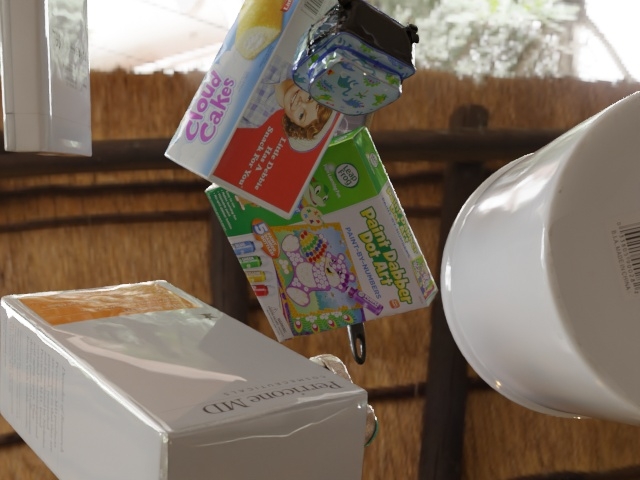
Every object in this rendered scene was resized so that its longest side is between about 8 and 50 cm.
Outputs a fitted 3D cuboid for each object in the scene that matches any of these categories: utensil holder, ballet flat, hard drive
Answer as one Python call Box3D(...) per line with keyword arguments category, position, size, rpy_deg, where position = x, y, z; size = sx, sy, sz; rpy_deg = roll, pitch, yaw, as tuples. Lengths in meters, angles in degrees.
Box3D(category="utensil holder", position=(0.320, 0.030, 0.950), size=(0.328, 0.327, 0.385), rpy_deg=(1, 174, -4))
Box3D(category="ballet flat", position=(0.006, 0.275, 1.721), size=(0.106, 0.107, 0.316), rpy_deg=(25, -177, -25))
Box3D(category="hard drive", position=(-0.275, -0.263, 0.935), size=(0.047, 0.353, 0.233), rpy_deg=(-1, -176, -3))

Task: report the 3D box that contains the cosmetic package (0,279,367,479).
Box3D(category="cosmetic package", position=(-0.177, 0.181, 1.035), size=(0.230, 0.161, 0.453), rpy_deg=(-5, -165, -36))

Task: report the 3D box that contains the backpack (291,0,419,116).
Box3D(category="backpack", position=(0.028, -0.176, 0.930), size=(0.105, 0.084, 0.114), rpy_deg=(21, 157, -28))

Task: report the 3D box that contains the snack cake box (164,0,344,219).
Box3D(category="snack cake box", position=(-0.048, -0.176, 1.094), size=(0.089, 0.264, 0.152), rpy_deg=(28, -179, 39))

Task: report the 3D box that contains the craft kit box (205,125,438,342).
Box3D(category="craft kit box", position=(0.000, 0.000, 1.265), size=(0.247, 0.249, 0.061), rpy_deg=(-18, -165, 28))

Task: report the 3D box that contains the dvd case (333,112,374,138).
Box3D(category="dvd case", position=(0.011, -0.193, 1.305), size=(0.165, 0.221, 0.018), rpy_deg=(12, 175, 41))

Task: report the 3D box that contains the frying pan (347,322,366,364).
Box3D(category="frying pan", position=(0.064, 0.051, 1.672), size=(0.197, 0.326, 0.053), rpy_deg=(-16, 167, -36))
